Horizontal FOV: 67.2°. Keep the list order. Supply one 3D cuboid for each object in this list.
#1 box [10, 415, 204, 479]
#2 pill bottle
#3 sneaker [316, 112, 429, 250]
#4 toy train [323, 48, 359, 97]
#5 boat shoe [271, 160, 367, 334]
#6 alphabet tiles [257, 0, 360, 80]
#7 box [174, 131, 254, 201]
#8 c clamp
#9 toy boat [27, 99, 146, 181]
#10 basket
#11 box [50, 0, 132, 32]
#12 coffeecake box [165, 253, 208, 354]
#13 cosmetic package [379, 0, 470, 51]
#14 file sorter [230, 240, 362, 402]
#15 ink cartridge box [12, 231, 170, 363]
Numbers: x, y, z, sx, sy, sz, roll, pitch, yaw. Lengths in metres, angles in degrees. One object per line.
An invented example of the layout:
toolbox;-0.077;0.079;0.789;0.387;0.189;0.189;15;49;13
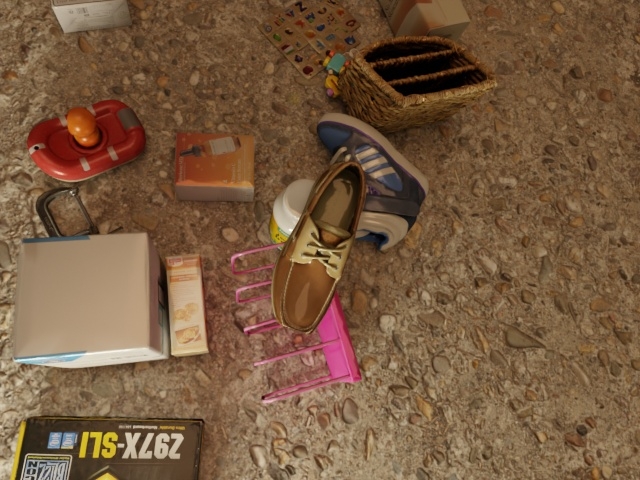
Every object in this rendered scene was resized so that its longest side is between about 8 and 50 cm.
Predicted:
box;-0.387;0.460;0.885;0.322;0.079;0.257;5;72;-9
pill bottle;-0.046;-0.051;1.024;0.118;0.208;0.117;3;74;-10
sneaker;0.081;-0.122;1.110;0.323;0.130;0.236;37;67;-5
toy train;0.067;-0.408;1.238;0.125;0.046;0.166;-6;77;-17
boat shoe;0.000;0.000;0.847;0.123;0.120;0.323;18;74;-7
alphabet tiles;-0.014;-0.557;1.282;0.237;0.009;0.198;-41;85;-19
box;-0.235;-0.162;1.083;0.171;0.091;0.130;0;74;-11
c clamp;-0.526;-0.053;1.037;0.137;0.022;0.160;-34;84;-12
toy boat;-0.498;-0.227;1.020;0.231;0.151;0.151;-28;81;-17
basket;0.220;-0.394;1.137;0.299;0.223;0.213;-17;87;-22
box;-0.572;-0.659;1.165;0.169;0.087;0.289;-15;78;-14
coffeecake box;-0.264;0.134;0.965;0.068;0.142;0.185;-5;76;-13
cosmetic package;0.256;-0.644;1.284;0.129;0.153;0.296;-17;77;-16
file sorter;-0.064;0.159;0.966;0.182;0.202;0.290;-13;77;-13
ink cartridge box;-0.392;0.121;0.878;0.198;0.270;0.197;-3;73;-12
